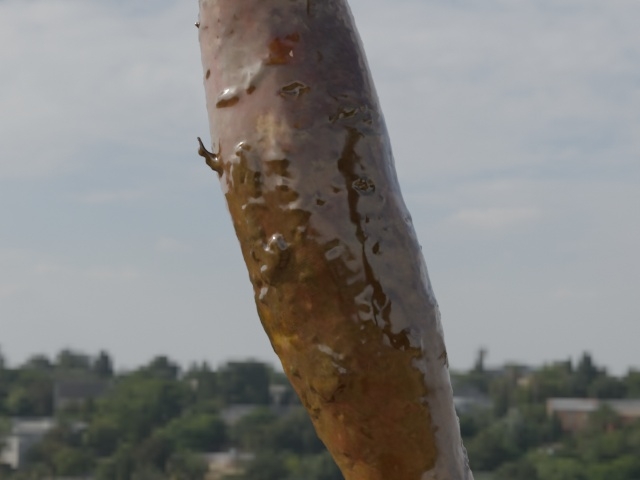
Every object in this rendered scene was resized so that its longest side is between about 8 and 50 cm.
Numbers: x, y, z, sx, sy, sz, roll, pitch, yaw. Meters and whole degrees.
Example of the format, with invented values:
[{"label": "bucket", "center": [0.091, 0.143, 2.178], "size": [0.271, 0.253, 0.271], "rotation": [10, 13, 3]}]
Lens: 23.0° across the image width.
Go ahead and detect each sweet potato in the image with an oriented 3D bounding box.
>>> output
[{"label": "sweet potato", "center": [0.000, 0.000, 0.559], "size": [0.072, 0.314, 0.066], "rotation": [-12, -6, -9]}]
